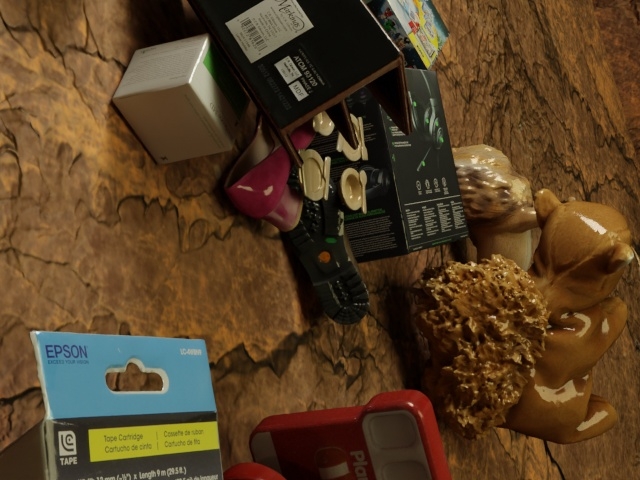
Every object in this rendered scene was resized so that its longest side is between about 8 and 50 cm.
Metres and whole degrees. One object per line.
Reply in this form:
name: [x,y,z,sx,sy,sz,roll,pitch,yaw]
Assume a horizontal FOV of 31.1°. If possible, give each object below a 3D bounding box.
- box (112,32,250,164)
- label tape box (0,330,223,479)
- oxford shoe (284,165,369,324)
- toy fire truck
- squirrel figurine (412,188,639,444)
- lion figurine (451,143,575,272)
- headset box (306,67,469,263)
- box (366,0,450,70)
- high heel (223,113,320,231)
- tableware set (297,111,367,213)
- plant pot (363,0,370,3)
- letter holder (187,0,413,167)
box: [-0.149,-0.152,1.242,0.101,0.102,0.087,58,35,-39]
label tape box: [-0.190,0.261,1.003,0.249,0.115,0.347,13,67,-62]
oxford shoe: [0.000,0.000,1.526,0.096,0.083,0.227,-72,146,-88]
toy fire truck: [0.038,0.320,1.260,0.169,0.254,0.302,-33,109,-61]
squirrel figurine: [0.332,0.116,1.782,0.397,0.370,0.281,-10,44,-39]
lion figurine: [0.326,0.024,2.030,0.142,0.240,0.392,-58,147,-72]
headset box: [0.091,-0.119,1.664,0.246,0.131,0.283,-14,93,-63]
box: [0.123,-0.397,1.885,0.233,0.044,0.159,57,33,-19]
high heel: [-0.069,-0.136,1.437,0.117,0.082,0.244,33,57,-46]
tableware set: [0.019,-0.110,1.466,0.169,0.020,0.141,20,67,-55]
plant pot: [0.021,-0.437,1.515,0.247,0.252,0.248,65,30,-27]
letter holder: [-0.039,-0.232,1.314,0.302,0.152,0.214,57,-3,21]
